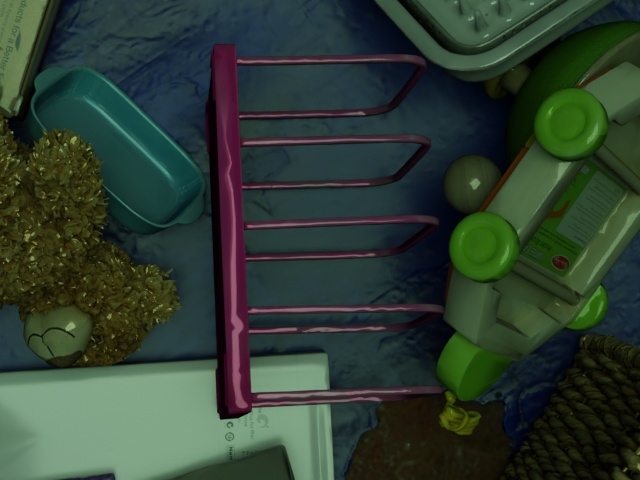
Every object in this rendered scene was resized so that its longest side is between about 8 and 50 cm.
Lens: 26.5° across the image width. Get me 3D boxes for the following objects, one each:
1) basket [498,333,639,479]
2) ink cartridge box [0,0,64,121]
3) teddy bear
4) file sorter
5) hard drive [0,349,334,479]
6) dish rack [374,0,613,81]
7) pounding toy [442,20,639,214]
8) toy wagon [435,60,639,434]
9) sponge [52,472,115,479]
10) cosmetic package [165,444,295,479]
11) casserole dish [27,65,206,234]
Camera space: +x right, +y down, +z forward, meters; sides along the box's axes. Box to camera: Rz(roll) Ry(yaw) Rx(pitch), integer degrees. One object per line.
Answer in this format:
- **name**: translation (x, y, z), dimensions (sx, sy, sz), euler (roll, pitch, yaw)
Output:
- **basket**: translation (0.293, 0.233, 1.156), dimensions (0.213, 0.299, 0.223), euler (33, 88, -5)
- **ink cartridge box**: translation (-0.321, -0.243, 1.203), dimensions (0.193, 0.088, 0.234), euler (19, 88, -6)
- **teddy bear**: translation (-0.275, -0.009, 1.139), dimensions (0.245, 0.113, 0.338), euler (-19, 116, 8)
- **file sorter**: translation (0.000, 0.000, 1.157), dimensions (0.182, 0.202, 0.290), euler (-2, 81, -7)
- **hard drive**: translation (-0.142, 0.212, 1.247), dimensions (0.308, 0.040, 0.203), euler (-3, 91, -5)
- **dish rack**: translation (0.184, -0.293, 1.205), dimensions (0.333, 0.072, 0.285), euler (-34, 58, -4)
- **pounding toy**: translation (0.189, -0.121, 1.228), dimensions (0.110, 0.183, 0.237), euler (42, 91, 22)
- **toy wagon**: translation (0.192, 0.013, 1.174), dimensions (0.068, 0.267, 0.344), euler (39, 97, 30)
- **sponge**: translation (-0.279, 0.276, 1.199), dimensions (0.210, 0.031, 0.117), euler (-6, 91, -5)
- **cosmetic package**: translation (-0.060, 0.357, 1.193), dimensions (0.160, 0.113, 0.309), euler (-17, 104, -3)
- **casserole dish**: translation (-0.186, -0.077, 1.215), dimensions (0.188, 0.114, 0.037), euler (44, 127, -5)
